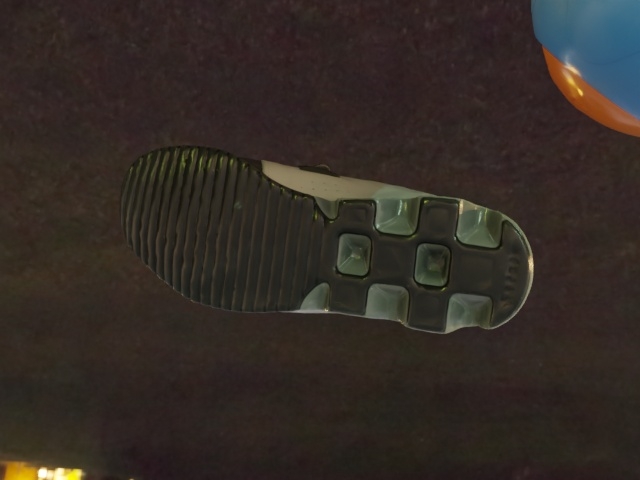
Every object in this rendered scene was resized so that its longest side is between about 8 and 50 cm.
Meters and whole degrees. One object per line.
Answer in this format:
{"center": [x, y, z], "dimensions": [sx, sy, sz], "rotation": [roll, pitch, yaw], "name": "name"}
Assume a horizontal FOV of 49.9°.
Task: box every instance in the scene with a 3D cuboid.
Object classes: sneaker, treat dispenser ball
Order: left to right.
{"center": [0.000, 0.000, 0.563], "dimensions": [0.331, 0.122, 0.146], "rotation": [14, -172, 15], "name": "sneaker"}
{"center": [0.361, -0.245, 0.684], "dimensions": [0.289, 0.288, 0.288], "rotation": [2, 159, 1], "name": "treat dispenser ball"}
